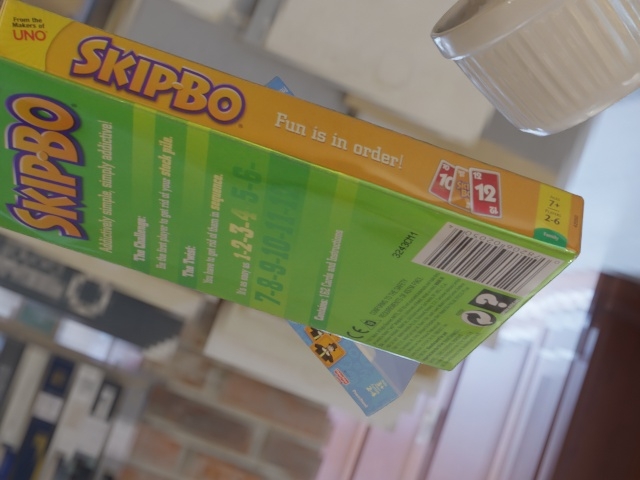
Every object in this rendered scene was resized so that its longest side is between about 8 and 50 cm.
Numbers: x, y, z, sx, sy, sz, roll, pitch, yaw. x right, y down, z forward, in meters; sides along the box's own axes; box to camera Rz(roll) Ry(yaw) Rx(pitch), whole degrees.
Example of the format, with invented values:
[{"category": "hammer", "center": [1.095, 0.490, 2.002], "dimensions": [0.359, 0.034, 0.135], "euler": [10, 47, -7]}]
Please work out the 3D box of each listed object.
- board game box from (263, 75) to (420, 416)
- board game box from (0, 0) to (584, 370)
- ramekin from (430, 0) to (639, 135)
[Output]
[{"category": "board game box", "center": [0.000, 0.000, 1.309], "dimensions": [0.039, 0.160, 0.211], "euler": [-35, 98, 29]}, {"category": "board game box", "center": [-0.039, -0.019, 0.746], "dimensions": [0.259, 0.039, 0.124], "euler": [16, 150, -15]}, {"category": "ramekin", "center": [0.193, -0.167, 1.369], "dimensions": [0.109, 0.207, 0.207], "euler": [53, 159, -9]}]
